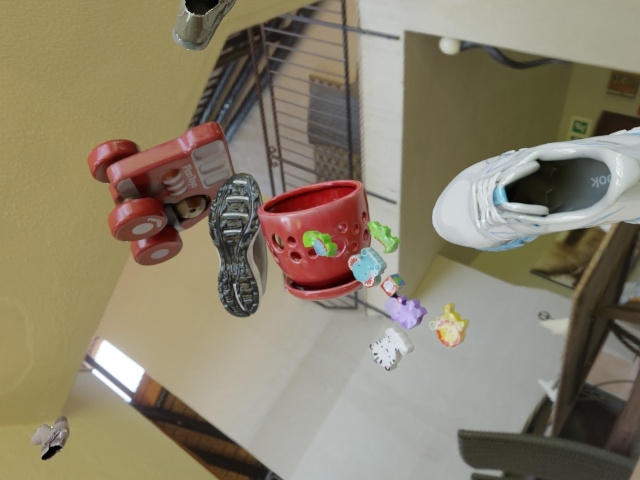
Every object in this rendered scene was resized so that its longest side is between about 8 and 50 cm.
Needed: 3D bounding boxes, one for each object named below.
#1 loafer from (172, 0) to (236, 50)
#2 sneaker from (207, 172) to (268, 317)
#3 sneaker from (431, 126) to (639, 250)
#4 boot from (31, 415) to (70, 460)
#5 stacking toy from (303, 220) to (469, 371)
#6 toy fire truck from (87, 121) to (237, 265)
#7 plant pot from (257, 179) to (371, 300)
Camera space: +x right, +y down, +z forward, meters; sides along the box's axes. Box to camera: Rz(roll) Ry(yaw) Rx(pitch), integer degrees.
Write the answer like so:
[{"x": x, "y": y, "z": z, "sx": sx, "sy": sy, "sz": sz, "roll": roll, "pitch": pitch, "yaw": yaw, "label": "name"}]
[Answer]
[{"x": -0.207, "y": -0.475, "z": 1.091, "sx": 0.087, "sy": 0.094, "sz": 0.251, "roll": 132, "pitch": 152, "yaw": -61, "label": "loafer"}, {"x": -0.150, "y": 0.005, "z": 1.100, "sx": 0.108, "sy": 0.100, "sz": 0.271, "roll": -51, "pitch": -37, "yaw": -73, "label": "sneaker"}, {"x": 0.128, "y": -0.031, "z": 0.368, "sx": 0.083, "sy": 0.191, "sz": 0.071, "roll": -6, "pitch": -96, "yaw": -31, "label": "sneaker"}, {"x": -0.592, "y": 0.439, "z": 1.245, "sx": 0.118, "sy": 0.087, "sz": 0.042, "roll": -39, "pitch": -58, "yaw": 12, "label": "boot"}, {"x": 0.087, "y": 0.065, "z": 0.776, "sx": 0.167, "sy": 0.221, "sz": 0.052, "roll": -7, "pitch": -38, "yaw": -50, "label": "stacking toy"}, {"x": -0.280, "y": -0.095, "z": 1.114, "sx": 0.254, "sy": 0.169, "sz": 0.302, "roll": -23, "pitch": -20, "yaw": -8, "label": "toy fire truck"}, {"x": 0.000, "y": 0.000, "z": 1.013, "sx": 0.191, "sy": 0.191, "sz": 0.174, "roll": -32, "pitch": -63, "yaw": -42, "label": "plant pot"}]
